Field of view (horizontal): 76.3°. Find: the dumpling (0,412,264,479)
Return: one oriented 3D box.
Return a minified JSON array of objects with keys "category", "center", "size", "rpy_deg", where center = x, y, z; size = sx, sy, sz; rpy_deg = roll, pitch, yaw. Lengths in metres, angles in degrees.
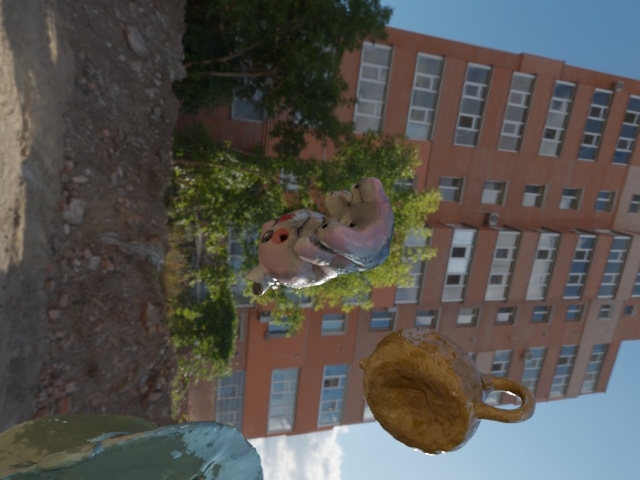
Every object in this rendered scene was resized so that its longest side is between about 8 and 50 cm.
[{"category":"dumpling","center":[-0.231,0.261,0.395],"size":[0.212,0.321,0.269],"rpy_deg":[15,-78,31]}]

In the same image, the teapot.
[{"category":"teapot","center":[0.197,0.241,0.701],"size":[0.312,0.167,0.203],"rpy_deg":[-3,-77,35]}]

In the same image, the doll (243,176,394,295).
[{"category":"doll","center":[0.000,0.000,0.496],"size":[0.192,0.095,0.149],"rpy_deg":[-15,-151,35]}]
